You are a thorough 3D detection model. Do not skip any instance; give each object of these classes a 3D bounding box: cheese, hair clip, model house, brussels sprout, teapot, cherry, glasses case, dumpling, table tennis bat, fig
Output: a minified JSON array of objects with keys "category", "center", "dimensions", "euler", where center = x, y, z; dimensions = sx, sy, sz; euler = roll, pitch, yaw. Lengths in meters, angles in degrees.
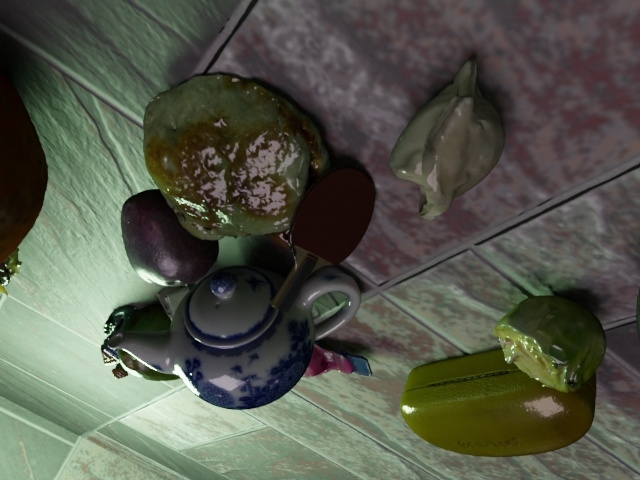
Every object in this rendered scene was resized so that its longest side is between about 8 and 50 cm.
[{"category":"cheese","center":[-0.013,0.241,1.237],"dimensions":[0.245,0.062,0.155],"euler":[4,141,22]},{"category":"hair clip","center":[-0.257,0.190,1.243],"dimensions":[0.071,0.159,0.218],"euler":[28,138,65]},{"category":"model house","center":[-0.478,0.253,1.426],"dimensions":[0.148,0.148,0.119],"euler":[-18,127,40]},{"category":"brussels sprout","center":[0.341,0.140,0.873],"dimensions":[0.149,0.122,0.152],"euler":[55,162,-19]},{"category":"teapot","center":[-0.136,0.145,1.016],"dimensions":[0.425,0.252,0.279],"euler":[-14,139,-4]},{"category":"cherry","center":[-0.250,-0.004,0.981],"dimensions":[0.176,0.140,0.176],"euler":[36,141,35]},{"category":"glasses case","center":[0.312,0.298,1.069],"dimensions":[0.173,0.141,0.371],"euler":[39,142,-22]},{"category":"dumpling","center":[0.137,-0.097,0.665],"dimensions":[0.119,0.136,0.199],"euler":[20,134,15]},{"category":"table tennis bat","center":[0.000,0.000,0.815],"dimensions":[0.130,0.220,0.019],"euler":[28,-176,-44]},{"category":"fig","center":[-0.356,0.231,1.319],"dimensions":[0.181,0.191,0.180],"euler":[8,106,27]}]

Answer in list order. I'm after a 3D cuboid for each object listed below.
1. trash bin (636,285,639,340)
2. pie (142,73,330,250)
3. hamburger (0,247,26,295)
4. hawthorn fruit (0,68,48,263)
[{"category":"trash bin","center":[0.490,0.087,0.675],"dimensions":[0.237,0.176,0.101],"euler":[-4,136,28]},{"category":"pie","center":[-0.117,-0.105,0.831],"dimensions":[0.275,0.105,0.257],"euler":[9,128,13]},{"category":"hamburger","center":[-0.771,0.015,1.283],"dimensions":[0.244,0.138,0.261],"euler":[2,140,23]},{"category":"hawthorn fruit","center":[-0.585,-0.132,0.826],"dimensions":[0.403,0.402,0.402],"euler":[15,143,11]}]
